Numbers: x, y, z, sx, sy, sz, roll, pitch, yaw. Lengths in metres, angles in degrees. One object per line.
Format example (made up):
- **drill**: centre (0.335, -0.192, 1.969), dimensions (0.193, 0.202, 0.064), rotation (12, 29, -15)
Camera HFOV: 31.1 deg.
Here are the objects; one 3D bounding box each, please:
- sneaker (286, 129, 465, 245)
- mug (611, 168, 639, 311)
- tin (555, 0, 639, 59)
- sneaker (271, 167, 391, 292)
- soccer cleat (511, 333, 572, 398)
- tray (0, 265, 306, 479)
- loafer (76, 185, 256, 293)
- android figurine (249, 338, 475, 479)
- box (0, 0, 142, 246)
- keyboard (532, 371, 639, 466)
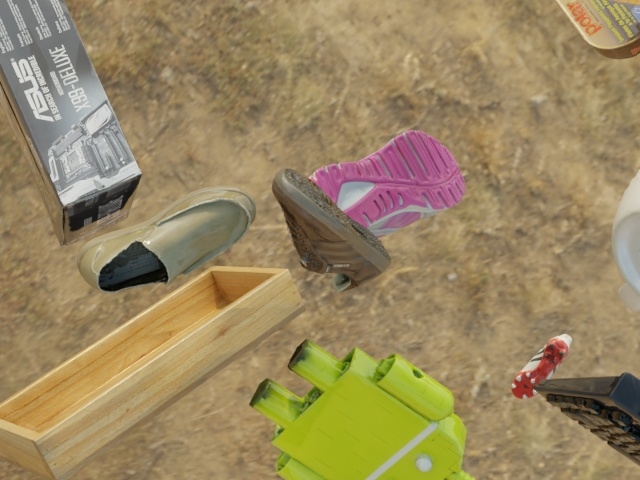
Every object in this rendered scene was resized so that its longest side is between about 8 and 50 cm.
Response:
- **sneaker**: centre (0.057, -0.051, 1.323), dimensions (0.252, 0.111, 0.103), rotation (-16, 79, -36)
- **mug**: centre (0.577, -0.015, 1.706), dimensions (0.328, 0.374, 0.276), rotation (-31, 72, -31)
- **tin**: centre (0.342, -0.292, 1.368), dimensions (0.040, 0.106, 0.189), rotation (36, 24, -47)
- **sneaker**: centre (0.000, 0.000, 1.151), dimensions (0.188, 0.071, 0.066), rotation (39, 16, -44)
- **soccer cleat**: centre (0.217, 0.123, 1.122), dimensions (0.029, 0.083, 0.036), rotation (40, 31, 15)
- **tray**: centre (-0.235, 0.167, 1.547), dimensions (0.411, 0.203, 0.076), rotation (-35, 110, -30)
- **loafer**: centre (-0.116, 0.006, 0.895), dimensions (0.148, 0.050, 0.056), rotation (-25, 124, 0)
- **android figurine**: centre (0.057, 0.232, 1.360), dimensions (0.273, 0.248, 0.056), rotation (38, 34, -11)
- **box**: centre (-0.264, -0.160, 1.060), dimensions (0.077, 0.242, 0.307), rotation (-24, 88, -14)
- **keyboard**: centre (0.327, 0.192, 0.874), dimensions (0.317, 0.201, 0.033), rotation (34, 69, -16)
